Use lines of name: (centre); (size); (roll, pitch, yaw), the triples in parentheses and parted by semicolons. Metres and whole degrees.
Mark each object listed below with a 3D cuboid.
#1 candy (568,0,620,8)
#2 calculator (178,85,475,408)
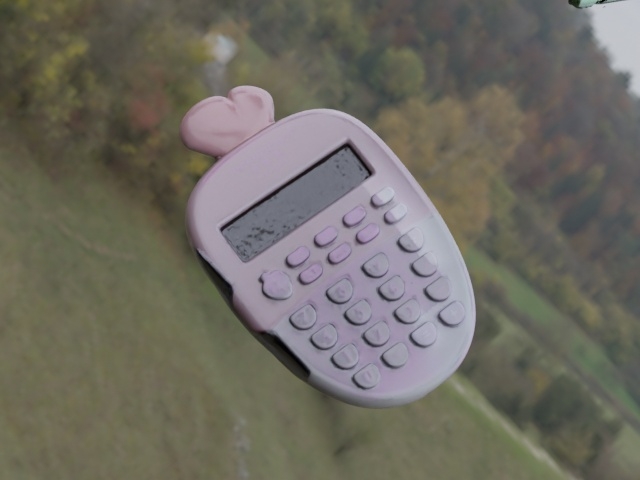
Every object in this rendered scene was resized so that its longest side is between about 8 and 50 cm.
candy: (0.175, -0.134, 0.808); (0.184, 0.055, 0.049); (-17, 106, -53)
calculator: (0.000, 0.000, 0.672); (0.166, 0.103, 0.024); (52, -17, 11)
